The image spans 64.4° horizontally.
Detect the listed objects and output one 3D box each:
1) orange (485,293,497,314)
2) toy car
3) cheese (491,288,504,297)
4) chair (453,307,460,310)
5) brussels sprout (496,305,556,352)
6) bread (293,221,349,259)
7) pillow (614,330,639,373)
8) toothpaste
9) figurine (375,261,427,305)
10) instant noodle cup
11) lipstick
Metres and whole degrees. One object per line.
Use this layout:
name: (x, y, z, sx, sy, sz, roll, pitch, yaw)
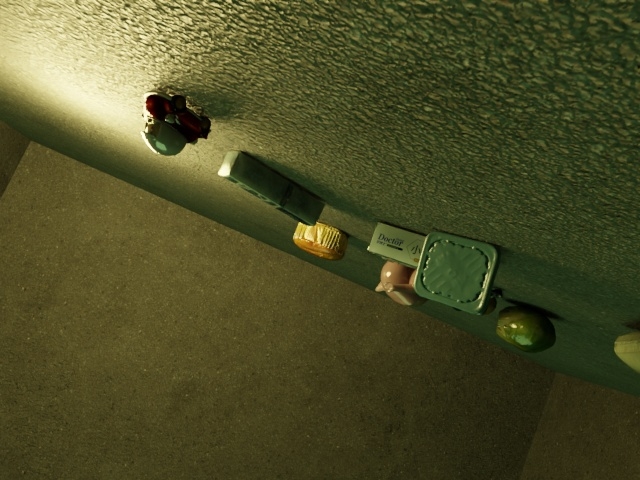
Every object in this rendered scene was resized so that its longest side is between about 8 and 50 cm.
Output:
orange: (0.526, 0.201, 1.655, 0.095, 0.085, 0.085, 9, 172, 4)
toy car: (-0.298, -0.222, 1.017, 0.112, 0.112, 0.139, 16, 169, 42)
cheese: (0.492, 0.165, 1.582, 0.036, 0.086, 0.162, -4, 178, -41)
chair: (0.406, 0.159, 1.735, 0.221, 0.104, 0.095, 24, -156, 29)
brussels sprout: (0.658, 0.280, 1.629, 0.180, 0.144, 0.161, 10, -154, 9)
bread: (0.000, 0.000, 1.748, 0.190, 0.114, 0.132, 13, 167, 28)
pillow: (0.825, 0.277, 1.137, 0.255, 0.120, 0.322, 20, 172, 19)
toothpaste: (0.275, 0.040, 1.258, 0.312, 0.089, 0.071, 19, 179, 27)
figurine: (0.307, 0.135, 1.562, 0.287, 0.176, 0.186, -8, 126, 49)
instant noodle cup: (0.312, 0.070, 1.141, 0.179, 0.157, 0.070, 18, -173, 38)
lipstick: (-0.121, -0.130, 1.290, 0.289, 0.076, 0.077, 31, 171, -35)
